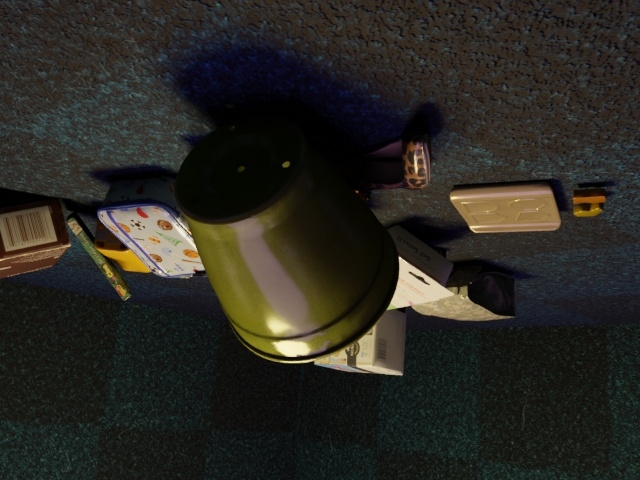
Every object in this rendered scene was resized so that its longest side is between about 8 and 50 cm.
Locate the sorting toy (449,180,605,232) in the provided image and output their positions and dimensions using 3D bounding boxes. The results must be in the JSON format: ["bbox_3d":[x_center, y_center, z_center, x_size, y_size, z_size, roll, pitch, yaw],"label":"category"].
[{"bbox_3d":[0.455,-0.077,1.480,0.307,0.041,0.229,-2,160,24],"label":"sorting toy"}]

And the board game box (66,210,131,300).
[{"bbox_3d":[-0.604,0.040,1.859,0.030,0.260,0.136,-35,-163,-12],"label":"board game box"}]

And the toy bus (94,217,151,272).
[{"bbox_3d":[-0.531,0.006,1.923,0.108,0.130,0.333,5,166,0],"label":"toy bus"}]

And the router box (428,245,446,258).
[{"bbox_3d":[0.268,0.051,2.024,0.133,0.046,0.179,12,164,-24],"label":"router box"}]

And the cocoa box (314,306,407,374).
[{"bbox_3d":[0.142,0.264,2.295,0.227,0.347,0.231,-4,163,32],"label":"cocoa box"}]

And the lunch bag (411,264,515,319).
[{"bbox_3d":[0.450,0.169,2.189,0.287,0.169,0.235,12,165,-43],"label":"lunch bag"}]

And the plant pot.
[{"bbox_3d":[-0.079,-0.024,1.229,0.366,0.367,0.353,-2,144,24],"label":"plant pot"}]

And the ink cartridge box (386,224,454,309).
[{"bbox_3d":[0.213,0.075,1.862,0.207,0.119,0.353,34,158,-16],"label":"ink cartridge box"}]

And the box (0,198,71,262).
[{"bbox_3d":[-0.828,0.004,1.888,0.191,0.143,0.381,-14,178,-29],"label":"box"}]

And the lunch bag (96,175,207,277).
[{"bbox_3d":[-0.371,-0.020,1.629,0.243,0.115,0.303,-5,140,24],"label":"lunch bag"}]

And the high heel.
[{"bbox_3d":[0.103,-0.138,1.223,0.186,0.093,0.261,2,171,5],"label":"high heel"}]

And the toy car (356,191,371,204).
[{"bbox_3d":[0.083,-0.110,1.500,0.040,0.060,0.122,45,158,21],"label":"toy car"}]
